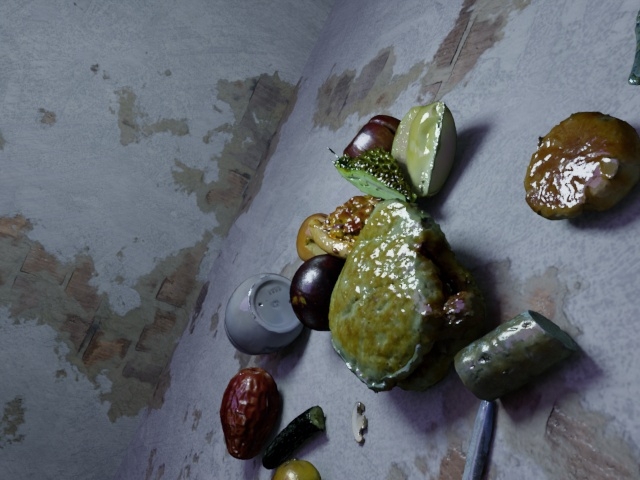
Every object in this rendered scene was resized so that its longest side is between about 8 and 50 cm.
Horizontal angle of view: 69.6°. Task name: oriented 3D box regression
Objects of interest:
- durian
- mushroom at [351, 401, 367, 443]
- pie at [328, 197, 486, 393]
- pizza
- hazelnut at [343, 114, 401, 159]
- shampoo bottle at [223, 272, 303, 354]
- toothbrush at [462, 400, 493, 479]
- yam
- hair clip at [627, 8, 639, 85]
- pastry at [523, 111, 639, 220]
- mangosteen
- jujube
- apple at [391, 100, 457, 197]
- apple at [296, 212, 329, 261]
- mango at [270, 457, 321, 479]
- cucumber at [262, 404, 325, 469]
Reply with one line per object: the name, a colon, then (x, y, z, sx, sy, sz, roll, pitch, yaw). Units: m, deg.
durian: (0.155, -0.195, 1.329, 0.106, 0.132, 0.375, -32, 43, -20)
mushroom: (0.098, 0.462, 1.170, 0.049, 0.019, 0.101, -39, 38, 44)
pie: (0.171, 0.126, 1.080, 0.395, 0.180, 0.418, -54, 42, 27)
pizza: (0.145, -0.046, 1.339, 0.408, 0.114, 0.278, 11, 48, 40)
hazelnut: (0.198, -0.279, 1.479, 0.234, 0.218, 0.218, -50, 28, 21)
shampoo bottle: (-0.201, 0.264, 1.634, 0.266, 0.273, 0.273, -43, 32, 49)
toothbrush: (0.257, 0.483, 0.826, 0.035, 0.042, 0.414, -11, 55, 60)
yam: (0.347, 0.203, 0.829, 0.194, 0.107, 0.107, -47, 30, 32)
hair clip: (0.637, -0.384, 0.896, 0.066, 0.036, 0.229, -6, 56, 56)
pastry: (0.493, -0.143, 0.877, 0.218, 0.100, 0.229, -20, 54, 62)
mangosteen: (0.048, 0.163, 1.340, 0.289, 0.231, 0.231, 13, 78, 42)
jujube: (-0.234, 0.570, 1.527, 0.197, 0.197, 0.290, 13, 94, 64)
apple: (0.289, -0.254, 1.305, 0.193, 0.120, 0.265, 28, 115, 54)
apple: (0.000, 0.000, 1.622, 0.199, 0.199, 0.199, -44, 32, 37)
mango: (-0.082, 0.691, 1.182, 0.262, 0.130, 0.167, -64, 29, 15)
cucumber: (-0.088, 0.583, 1.355, 0.303, 0.072, 0.081, -49, 30, 31)
